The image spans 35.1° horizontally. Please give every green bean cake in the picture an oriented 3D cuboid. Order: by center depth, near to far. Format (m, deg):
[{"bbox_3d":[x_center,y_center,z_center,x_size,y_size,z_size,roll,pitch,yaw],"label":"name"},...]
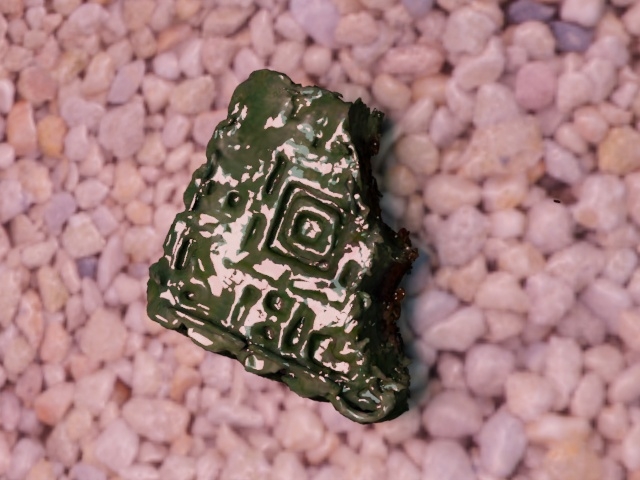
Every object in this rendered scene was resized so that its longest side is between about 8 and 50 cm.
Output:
[{"bbox_3d":[0.000,0.000,0.687,0.193,0.107,0.208,22,86,18],"label":"green bean cake"}]
